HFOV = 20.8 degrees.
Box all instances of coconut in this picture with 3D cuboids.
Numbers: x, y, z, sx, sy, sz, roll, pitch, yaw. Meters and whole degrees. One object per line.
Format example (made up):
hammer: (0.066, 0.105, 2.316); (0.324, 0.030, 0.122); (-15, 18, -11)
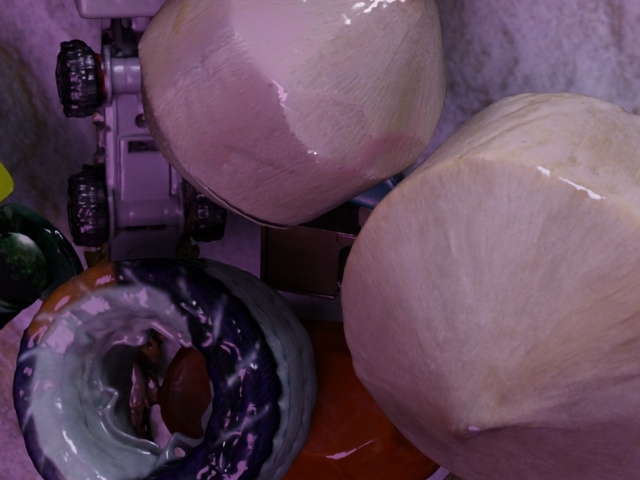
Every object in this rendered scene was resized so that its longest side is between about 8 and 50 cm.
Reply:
coconut: (0.162, 0.049, 1.274); (0.328, 0.329, 0.329); (11, 126, 16)
coconut: (-0.008, -0.128, 1.277); (0.234, 0.224, 0.224); (-35, 104, 29)

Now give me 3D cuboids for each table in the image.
table: (0.000, 0.000, 1.463); (0.082, 0.083, 0.070); (10, 124, 13)

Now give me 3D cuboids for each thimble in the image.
thimble: (-0.125, 0.130, 1.406); (0.237, 0.150, 0.237); (-1, 87, 22)

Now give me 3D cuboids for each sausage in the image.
sausage: (-0.012, 0.145, 1.518); (0.268, 0.153, 0.141); (4, 166, 19)

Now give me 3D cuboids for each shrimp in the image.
shrimp: (-0.163, 0.135, 1.634); (0.117, 0.066, 0.262); (0, 124, 23)

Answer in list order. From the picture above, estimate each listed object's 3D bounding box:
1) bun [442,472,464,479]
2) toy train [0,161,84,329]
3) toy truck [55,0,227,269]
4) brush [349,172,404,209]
bun: (0.164, 0.248, 1.468); (0.160, 0.259, 0.259); (42, 128, -1)
toy train: (-0.397, 0.003, 1.525); (0.442, 0.179, 0.272); (-15, 115, 52)
toy truck: (-0.149, -0.103, 1.435); (0.136, 0.111, 0.286); (-3, 116, -12)
brush: (-0.013, -0.069, 1.459); (0.193, 0.032, 0.043); (20, 133, 25)
